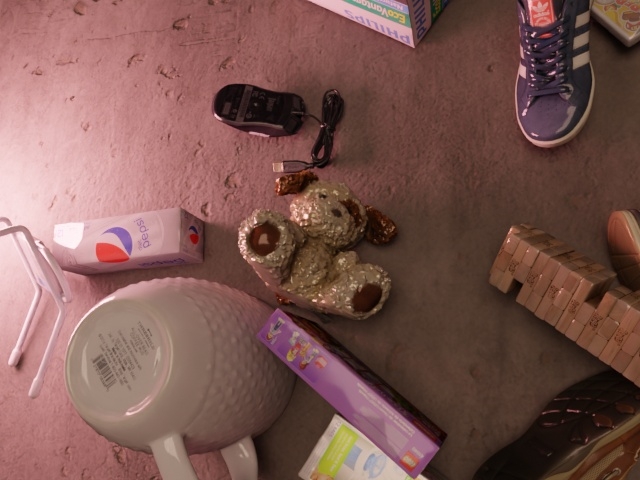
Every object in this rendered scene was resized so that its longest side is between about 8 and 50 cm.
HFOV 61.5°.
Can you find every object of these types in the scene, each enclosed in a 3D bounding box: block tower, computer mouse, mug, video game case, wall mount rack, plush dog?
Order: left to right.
[{"bbox_3d":[-0.567,0.111,1.024,0.350,0.131,0.304,10,120,51],"label":"wall mount rack"},{"bbox_3d":[-0.197,0.234,0.825,0.276,0.328,0.374,-27,70,8],"label":"mug"},{"bbox_3d":[-0.090,-0.213,1.061,0.262,0.060,0.184,5,73,6],"label":"computer mouse"},{"bbox_3d":[0.000,0.000,0.934,0.263,0.210,0.225,29,69,-6],"label":"plush dog"},{"bbox_3d":[0.396,0.100,0.757,0.335,0.091,0.097,38,124,37],"label":"block tower"},{"bbox_3d":[0.549,-0.466,0.928,0.206,0.026,0.227,-34,60,10],"label":"video game case"}]

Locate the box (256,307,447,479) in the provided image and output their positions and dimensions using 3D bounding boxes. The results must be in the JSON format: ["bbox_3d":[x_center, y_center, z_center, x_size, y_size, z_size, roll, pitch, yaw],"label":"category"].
[{"bbox_3d":[0.055,0.224,0.822,0.293,0.201,0.057,38,89,21],"label":"box"}]

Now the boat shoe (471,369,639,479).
[{"bbox_3d":[0.367,0.309,0.765,0.324,0.122,0.119,-35,101,-2],"label":"boat shoe"}]

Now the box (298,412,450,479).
[{"bbox_3d":[0.089,0.367,0.825,0.203,0.103,0.114,31,86,21],"label":"box"}]

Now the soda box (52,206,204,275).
[{"bbox_3d":[-0.380,0.006,1.065,0.287,0.098,0.091,-6,74,14],"label":"soda box"}]

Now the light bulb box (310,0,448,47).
[{"bbox_3d":[0.124,-0.630,1.017,0.358,0.225,0.361,33,86,22],"label":"light bulb box"}]

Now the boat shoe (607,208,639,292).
[{"bbox_3d":[0.515,0.080,0.783,0.092,0.103,0.285,-20,75,5],"label":"boat shoe"}]

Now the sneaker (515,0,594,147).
[{"bbox_3d":[0.374,-0.334,0.884,0.131,0.148,0.349,-1,77,36],"label":"sneaker"}]
